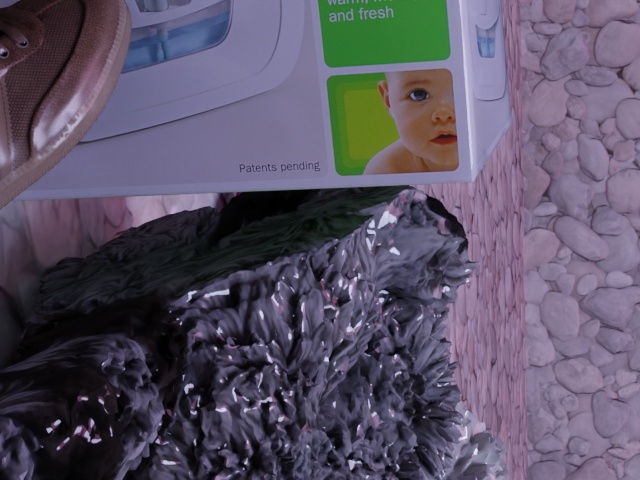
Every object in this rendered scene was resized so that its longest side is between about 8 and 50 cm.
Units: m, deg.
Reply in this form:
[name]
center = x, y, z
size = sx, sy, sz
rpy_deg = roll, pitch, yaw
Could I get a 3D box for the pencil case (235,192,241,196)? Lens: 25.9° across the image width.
[pencil case]
center = -0.038, 0.049, 0.988
size = 0.236, 0.104, 0.104
rpy_deg = -76, 158, -46

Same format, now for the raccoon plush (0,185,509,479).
[raccoon plush]
center = -0.059, 0.158, 0.723
size = 0.446, 0.216, 0.299
rpy_deg = -29, 109, -41

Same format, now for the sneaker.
[sneaker]
center = -0.149, -0.049, 0.547
size = 0.188, 0.066, 0.071
rpy_deg = -53, 142, -20

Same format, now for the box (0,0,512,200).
[box]
center = -0.053, -0.147, 0.650
size = 0.127, 0.262, 0.231
rpy_deg = -51, 138, -66
